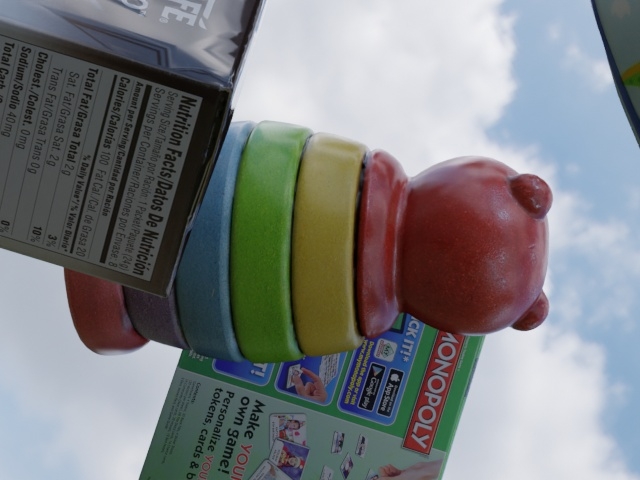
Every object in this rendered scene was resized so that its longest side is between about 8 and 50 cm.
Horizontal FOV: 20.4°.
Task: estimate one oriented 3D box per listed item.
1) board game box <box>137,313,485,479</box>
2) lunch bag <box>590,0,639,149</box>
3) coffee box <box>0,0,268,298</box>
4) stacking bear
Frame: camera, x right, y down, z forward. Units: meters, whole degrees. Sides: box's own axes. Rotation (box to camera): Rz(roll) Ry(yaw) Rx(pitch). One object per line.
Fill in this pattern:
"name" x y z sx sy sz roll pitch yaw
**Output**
"board game box" -0.014 0.155 1.313 0.213 0.317 0.046 18 -10 6
"lunch bag" 0.188 -0.085 0.783 0.090 0.219 0.176 -19 -79 23
"coffee box" -0.181 -0.103 0.820 0.297 0.168 0.119 17 -57 -4
"stacking bear" 0.000 0.000 1.112 0.289 0.164 0.175 2 -69 9
